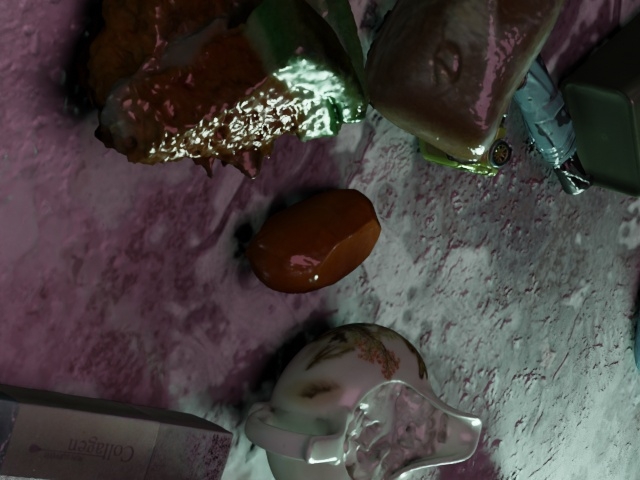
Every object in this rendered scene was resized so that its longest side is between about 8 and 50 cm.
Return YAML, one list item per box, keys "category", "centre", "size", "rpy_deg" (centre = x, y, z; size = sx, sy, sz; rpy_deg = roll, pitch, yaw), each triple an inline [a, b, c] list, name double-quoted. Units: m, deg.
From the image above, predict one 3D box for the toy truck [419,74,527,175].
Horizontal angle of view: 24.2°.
- category: "toy truck"
  centre: [0.153, -0.156, 1.565]
  size: [0.100, 0.077, 0.169]
  rpy_deg: [4, 101, -40]

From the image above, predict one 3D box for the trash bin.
- category: "trash bin"
  centre: [0.410, -0.179, 1.791]
  size: [0.240, 0.122, 0.164]
  rpy_deg: [-39, 129, -28]

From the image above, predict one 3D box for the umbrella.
- category: "umbrella"
  centre: [0.250, -0.142, 1.687]
  size: [0.052, 0.053, 0.250]
  rpy_deg: [-46, 133, -15]

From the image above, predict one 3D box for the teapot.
- category: "teapot"
  centre: [0.032, 0.188, 1.513]
  size: [0.298, 0.139, 0.204]
  rpy_deg: [-3, 108, -46]

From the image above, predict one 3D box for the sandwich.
- category: "sandwich"
  centre: [-0.068, -0.161, 1.275]
  size: [0.301, 0.162, 0.250]
  rpy_deg: [-36, 122, -36]

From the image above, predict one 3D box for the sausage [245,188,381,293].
- category: "sausage"
  centre: [0.000, 0.000, 1.457]
  size: [0.179, 0.089, 0.089]
  rpy_deg: [-30, 124, -47]

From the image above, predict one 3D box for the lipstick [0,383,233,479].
- category: "lipstick"
  centre: [-0.213, 0.173, 1.308]
  size: [0.317, 0.068, 0.066]
  rpy_deg: [16, 90, -48]

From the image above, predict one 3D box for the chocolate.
- category: "chocolate"
  centre: [0.153, -0.219, 1.481]
  size: [0.161, 0.083, 0.261]
  rpy_deg: [26, 82, -7]

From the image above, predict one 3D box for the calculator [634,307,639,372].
- category: "calculator"
  centre: [0.492, 0.093, 2.022]
  size: [0.188, 0.042, 0.303]
  rpy_deg: [-1, 104, -46]
